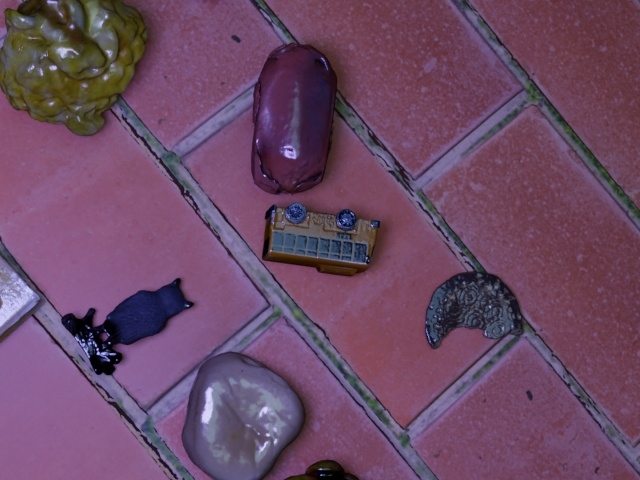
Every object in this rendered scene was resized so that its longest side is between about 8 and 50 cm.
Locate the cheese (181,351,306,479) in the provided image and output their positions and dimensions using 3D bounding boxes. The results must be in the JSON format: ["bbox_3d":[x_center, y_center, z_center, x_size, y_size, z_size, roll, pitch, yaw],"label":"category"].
[{"bbox_3d":[-0.131,0.307,1.737,0.218,0.117,0.235,-10,87,-15],"label":"cheese"}]

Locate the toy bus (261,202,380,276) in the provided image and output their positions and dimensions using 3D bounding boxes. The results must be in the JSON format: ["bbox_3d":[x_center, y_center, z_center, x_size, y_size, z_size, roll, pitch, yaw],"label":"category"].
[{"bbox_3d":[0.000,0.000,1.820,0.201,0.098,0.114,8,81,-11],"label":"toy bus"}]

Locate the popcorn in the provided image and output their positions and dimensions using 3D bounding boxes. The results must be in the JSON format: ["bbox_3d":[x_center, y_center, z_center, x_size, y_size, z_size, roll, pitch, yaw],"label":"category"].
[{"bbox_3d":[-0.432,-0.318,1.711,0.242,0.235,0.250,25,89,-26],"label":"popcorn"}]

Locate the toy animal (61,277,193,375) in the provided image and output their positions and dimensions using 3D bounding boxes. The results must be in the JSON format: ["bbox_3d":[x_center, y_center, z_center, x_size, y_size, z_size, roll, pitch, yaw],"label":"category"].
[{"bbox_3d":[-0.322,0.126,1.723,0.210,0.117,0.121,-34,83,-13],"label":"toy animal"}]

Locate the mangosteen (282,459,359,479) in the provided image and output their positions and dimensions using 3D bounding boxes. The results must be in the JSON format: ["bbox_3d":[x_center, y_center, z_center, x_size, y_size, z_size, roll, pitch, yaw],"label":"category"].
[{"bbox_3d":[0.005,0.479,1.703,0.210,0.210,0.209,2,81,-12],"label":"mangosteen"}]

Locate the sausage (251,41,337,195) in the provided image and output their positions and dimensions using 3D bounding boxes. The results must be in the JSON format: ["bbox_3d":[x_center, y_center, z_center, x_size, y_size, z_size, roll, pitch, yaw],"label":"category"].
[{"bbox_3d":[-0.050,-0.218,1.816,0.152,0.152,0.279,7,81,-11],"label":"sausage"}]

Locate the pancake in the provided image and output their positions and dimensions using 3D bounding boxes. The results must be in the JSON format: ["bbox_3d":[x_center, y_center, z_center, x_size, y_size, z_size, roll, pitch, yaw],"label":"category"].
[{"bbox_3d":[0.292,0.147,1.903,0.190,0.020,0.184,29,76,-6],"label":"pancake"}]

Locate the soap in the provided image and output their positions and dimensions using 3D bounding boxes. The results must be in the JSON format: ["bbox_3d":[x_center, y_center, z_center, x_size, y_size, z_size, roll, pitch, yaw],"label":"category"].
[{"bbox_3d":[-0.598,0.128,1.682,0.232,0.073,0.140,-43,88,-14],"label":"soap"}]
